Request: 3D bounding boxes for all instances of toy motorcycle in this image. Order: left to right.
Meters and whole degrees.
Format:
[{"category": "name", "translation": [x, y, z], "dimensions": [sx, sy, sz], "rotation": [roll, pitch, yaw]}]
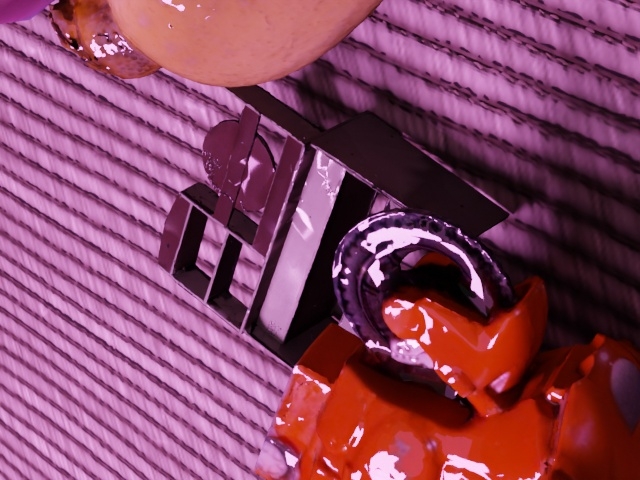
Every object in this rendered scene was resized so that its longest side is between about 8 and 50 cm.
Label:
[{"category": "toy motorcycle", "translation": [0.072, 0.141, 0.649], "dimensions": [0.221, 0.148, 0.325], "rotation": [30, 131, 11]}]

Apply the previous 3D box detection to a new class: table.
[{"category": "table", "translation": [0.000, 0.000, 0.716], "dimensions": [0.175, 0.062, 0.146], "rotation": [38, 131, 21]}]

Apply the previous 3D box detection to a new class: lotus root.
[{"category": "lotus root", "translation": [-0.019, -0.168, 0.604], "dimensions": [0.303, 0.131, 0.146], "rotation": [-33, 54, 44]}]

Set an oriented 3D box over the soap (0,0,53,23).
[{"category": "soap", "translation": [-0.177, -0.268, 0.623], "dimensions": [0.193, 0.109, 0.324], "rotation": [1, 106, -1]}]
